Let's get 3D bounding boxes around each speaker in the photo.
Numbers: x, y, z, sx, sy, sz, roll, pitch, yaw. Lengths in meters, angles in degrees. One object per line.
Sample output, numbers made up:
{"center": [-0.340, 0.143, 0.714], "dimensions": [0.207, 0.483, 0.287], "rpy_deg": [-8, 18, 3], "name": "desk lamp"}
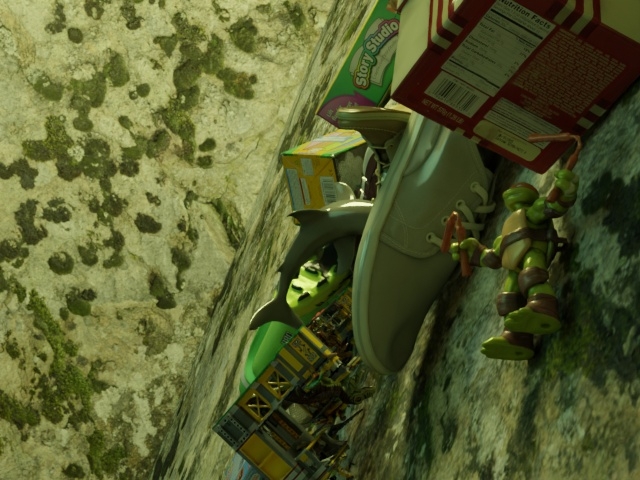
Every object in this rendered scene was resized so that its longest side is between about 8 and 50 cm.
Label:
{"center": [-0.040, 0.163, 2.186], "dimensions": [0.131, 0.131, 0.297], "rpy_deg": [-99, 33, -70], "name": "speaker"}

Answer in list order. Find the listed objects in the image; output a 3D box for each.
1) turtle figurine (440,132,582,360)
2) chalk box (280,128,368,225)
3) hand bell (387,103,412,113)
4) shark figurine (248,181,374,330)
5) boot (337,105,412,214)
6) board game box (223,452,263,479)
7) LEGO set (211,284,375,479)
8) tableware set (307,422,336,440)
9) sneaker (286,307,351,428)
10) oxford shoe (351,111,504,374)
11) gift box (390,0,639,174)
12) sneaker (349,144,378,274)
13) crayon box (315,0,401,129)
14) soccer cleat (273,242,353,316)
{"center": [0.218, 0.021, 1.341], "dimensions": [0.269, 0.087, 0.217], "rpy_deg": [-40, 36, 50], "name": "turtle figurine"}
{"center": [0.061, -0.114, 2.024], "dimensions": [0.132, 0.213, 0.132], "rpy_deg": [7, 114, 46], "name": "chalk box"}
{"center": [0.189, -0.168, 1.866], "dimensions": [0.242, 0.126, 0.126], "rpy_deg": [-9, 59, 64], "name": "hand bell"}
{"center": [-0.023, 0.004, 1.837], "dimensions": [0.278, 0.116, 0.166], "rpy_deg": [-45, 50, 19], "name": "shark figurine"}
{"center": [0.094, -0.099, 1.682], "dimensions": [0.077, 0.213, 0.165], "rpy_deg": [16, 97, 41], "name": "boot"}
{"center": [-0.140, 0.438, 2.357], "dimensions": [0.160, 0.039, 0.211], "rpy_deg": [-86, 22, -58], "name": "board game box"}
{"center": [0.017, 0.226, 1.717], "dimensions": [0.255, 0.192, 0.331], "rpy_deg": [-49, -5, 14], "name": "LEGO set"}
{"center": [-0.009, 0.346, 1.964], "dimensions": [0.154, 0.024, 0.104], "rpy_deg": [131, 155, -56], "name": "tableware set"}
{"center": [-0.007, 0.210, 2.030], "dimensions": [0.225, 0.088, 0.092], "rpy_deg": [-68, 14, -16], "name": "sneaker"}
{"center": [0.159, -0.033, 1.618], "dimensions": [0.169, 0.130, 0.449], "rpy_deg": [29, -101, -57], "name": "oxford shoe"}
{"center": [0.217, -0.263, 1.437], "dimensions": [0.276, 0.255, 0.258], "rpy_deg": [-44, 25, 41], "name": "gift box"}
{"center": [0.120, -0.016, 1.860], "dimensions": [0.162, 0.106, 0.281], "rpy_deg": [48, 143, 44], "name": "sneaker"}
{"center": [0.158, -0.399, 2.195], "dimensions": [0.363, 0.106, 0.313], "rpy_deg": [-59, -2, 38], "name": "crayon box"}
{"center": [0.022, 0.057, 2.019], "dimensions": [0.289, 0.093, 0.121], "rpy_deg": [-46, -39, -43], "name": "soccer cleat"}
